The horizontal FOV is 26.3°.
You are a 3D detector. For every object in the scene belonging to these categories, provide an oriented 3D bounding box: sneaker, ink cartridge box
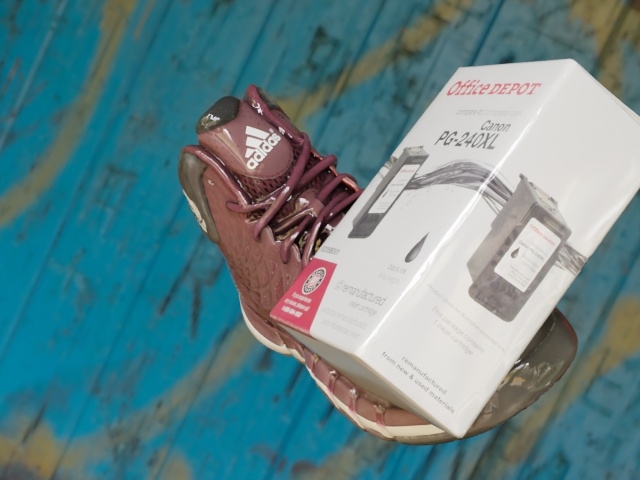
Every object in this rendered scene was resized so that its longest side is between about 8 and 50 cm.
[{"bbox_3d":[0.000,0.000,0.707,0.281,0.106,0.162,14,-39,58],"label":"sneaker"},{"bbox_3d":[0.060,-0.003,0.587,0.063,0.150,0.109,40,-9,-19],"label":"ink cartridge box"}]
